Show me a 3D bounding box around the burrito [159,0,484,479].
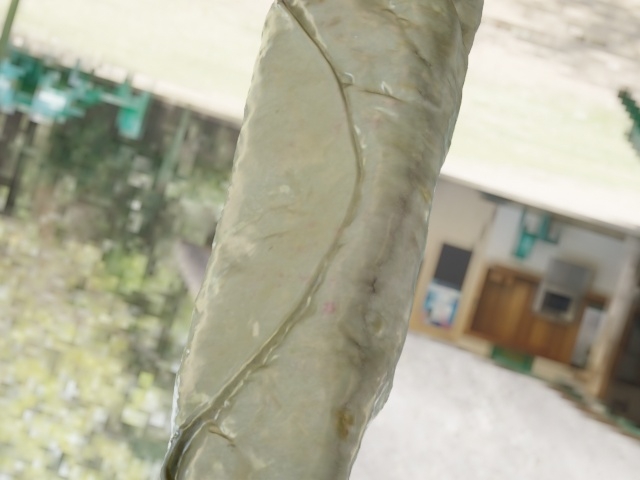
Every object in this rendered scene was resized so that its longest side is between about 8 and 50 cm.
[{"bbox_3d":[0.000,0.000,0.608,0.082,0.275,0.059,-7,140,28],"label":"burrito"}]
